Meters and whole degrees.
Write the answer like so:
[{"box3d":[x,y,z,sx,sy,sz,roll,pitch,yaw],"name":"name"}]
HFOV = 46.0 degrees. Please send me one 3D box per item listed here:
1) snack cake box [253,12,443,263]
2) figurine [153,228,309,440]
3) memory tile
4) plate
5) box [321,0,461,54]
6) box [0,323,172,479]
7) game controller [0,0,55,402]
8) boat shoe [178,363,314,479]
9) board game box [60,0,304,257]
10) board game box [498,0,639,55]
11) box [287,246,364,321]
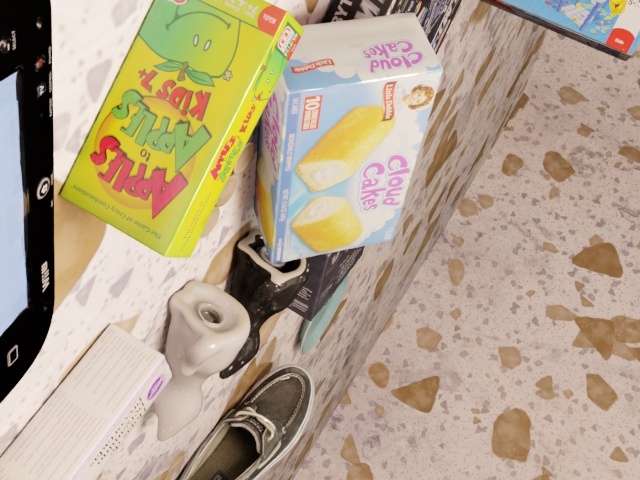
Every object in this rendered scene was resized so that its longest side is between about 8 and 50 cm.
[{"box3d":[0.017,-0.096,0.782,0.152,0.089,0.264,-10,146,-14],"name":"snack cake box"},{"box3d":[-0.119,0.122,0.905,0.215,0.092,0.209,-44,162,-50],"name":"figurine"},{"box3d":[-0.111,-0.056,0.711,0.113,0.012,0.148,-62,167,2],"name":"memory tile"},{"box3d":[0.001,0.144,1.514,0.188,0.024,0.188,-56,166,-21],"name":"plate"},{"box3d":[0.109,-0.301,0.905,0.296,0.073,0.293,-65,167,13],"name":"box"},{"box3d":[-0.250,0.221,0.641,0.324,0.067,0.063,-56,167,-27],"name":"box"},{"box3d":[-0.197,0.002,0.392,0.166,0.067,0.319,-47,161,-46],"name":"game controller"},{"box3d":[-0.115,0.334,1.252,0.335,0.121,0.119,-51,168,-30],"name":"boat shoe"},{"box3d":[-0.096,-0.089,0.524,0.181,0.092,0.043,-62,167,4],"name":"board game box"},{"box3d":[0.353,-0.377,1.157,0.086,0.302,0.308,-66,166,19],"name":"board game box"},{"box3d":[0.000,0.000,1.063,0.156,0.093,0.158,-51,164,-38],"name":"box"}]
